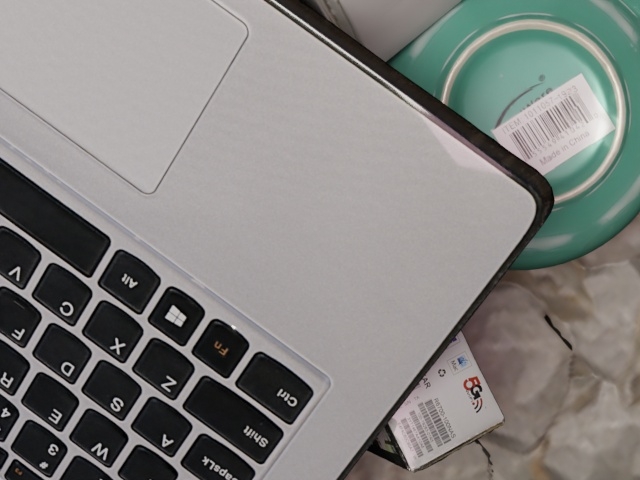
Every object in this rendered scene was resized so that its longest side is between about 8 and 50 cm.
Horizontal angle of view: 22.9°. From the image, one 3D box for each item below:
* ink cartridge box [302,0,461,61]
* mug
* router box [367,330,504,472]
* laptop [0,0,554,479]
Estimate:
[{"bbox_3d":[0.007,-0.199,0.615,0.160,0.092,0.219,-38,69,2],"label":"ink cartridge box"},{"bbox_3d":[0.084,-0.065,0.660,0.129,0.097,0.158,10,94,-1],"label":"mug"},{"bbox_3d":[0.000,0.000,0.643,0.046,0.133,0.179,-27,94,-11],"label":"router box"},{"bbox_3d":[-0.207,0.059,0.531,0.382,0.236,0.408,36,120,2],"label":"laptop"}]
